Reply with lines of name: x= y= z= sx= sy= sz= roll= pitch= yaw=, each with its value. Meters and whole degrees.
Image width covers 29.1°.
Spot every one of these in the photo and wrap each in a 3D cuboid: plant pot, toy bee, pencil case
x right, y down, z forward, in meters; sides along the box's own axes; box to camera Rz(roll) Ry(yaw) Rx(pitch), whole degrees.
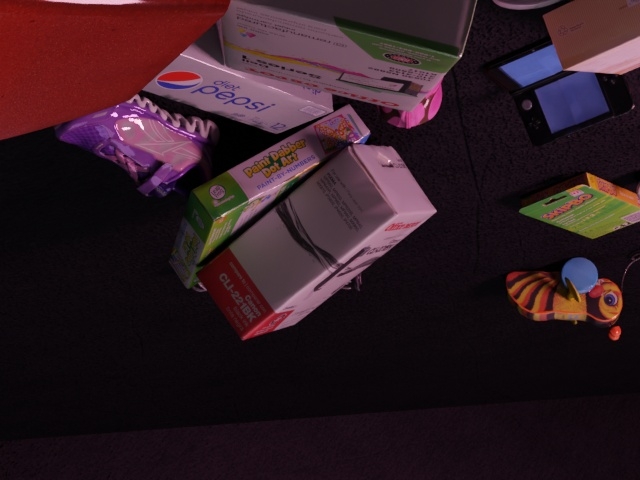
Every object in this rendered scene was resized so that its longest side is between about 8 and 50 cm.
plant pot: x=-0.225 y=-0.226 z=0.946 sx=0.235 sy=0.267 sz=0.267 roll=-2 pitch=160 yaw=-39
toy bee: x=0.509 y=0.113 z=2.350 sx=0.298 sy=0.162 sz=0.195 roll=-19 pitch=157 yaw=25
pencil case: x=0.109 y=-0.200 z=1.386 sx=0.095 sy=0.098 sz=0.209 roll=-8 pitch=161 yaw=-5

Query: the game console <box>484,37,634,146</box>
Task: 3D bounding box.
game console: x=0.297 y=-0.189 z=1.531 sx=0.144 sy=0.124 sz=0.085 roll=-21 pitch=-176 yaw=30

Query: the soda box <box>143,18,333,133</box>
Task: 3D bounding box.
soda box: x=-0.112 y=-0.198 z=1.284 sx=0.091 sy=0.098 sz=0.286 roll=-17 pitch=159 yaw=38

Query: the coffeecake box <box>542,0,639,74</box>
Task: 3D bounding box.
coffeecake box: x=0.352 y=-0.241 z=1.356 sx=0.142 sy=0.068 sz=0.185 roll=-23 pitch=173 yaw=32

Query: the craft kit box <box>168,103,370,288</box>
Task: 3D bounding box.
craft kit box: x=-0.073 y=-0.054 z=1.627 sx=0.246 sy=0.061 sz=0.250 roll=-34 pitch=170 yaw=-24

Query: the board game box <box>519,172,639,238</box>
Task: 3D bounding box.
board game box: x=0.439 y=-0.056 z=2.031 sx=0.124 sy=0.039 sz=0.259 roll=-24 pitch=158 yaw=34

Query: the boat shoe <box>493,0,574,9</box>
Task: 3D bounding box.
boat shoe: x=0.252 y=-0.271 z=1.328 sx=0.142 sy=0.049 sz=0.040 roll=-11 pitch=161 yaw=-2

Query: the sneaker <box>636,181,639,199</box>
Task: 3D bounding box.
sneaker: x=0.579 y=-0.100 z=1.970 sx=0.157 sy=0.061 sz=0.065 roll=-10 pitch=-173 yaw=5

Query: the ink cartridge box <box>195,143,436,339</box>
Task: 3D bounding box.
ink cartridge box: x=0.000 y=0.000 z=1.634 sx=0.273 sy=0.114 sz=0.197 roll=-40 pitch=169 yaw=18

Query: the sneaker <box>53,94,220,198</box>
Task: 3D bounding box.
sneaker: x=-0.215 y=-0.107 z=1.491 sx=0.095 sy=0.105 sz=0.236 roll=-24 pitch=155 yaw=39

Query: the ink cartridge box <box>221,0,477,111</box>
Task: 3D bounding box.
ink cartridge box: x=0.020 y=-0.210 z=1.101 sx=0.201 sy=0.117 sz=0.278 roll=14 pitch=176 yaw=-3

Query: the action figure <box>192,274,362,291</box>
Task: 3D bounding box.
action figure: x=-0.077 y=0.055 z=2.020 sx=0.285 sy=0.099 sz=0.185 roll=-7 pitch=170 yaw=6
